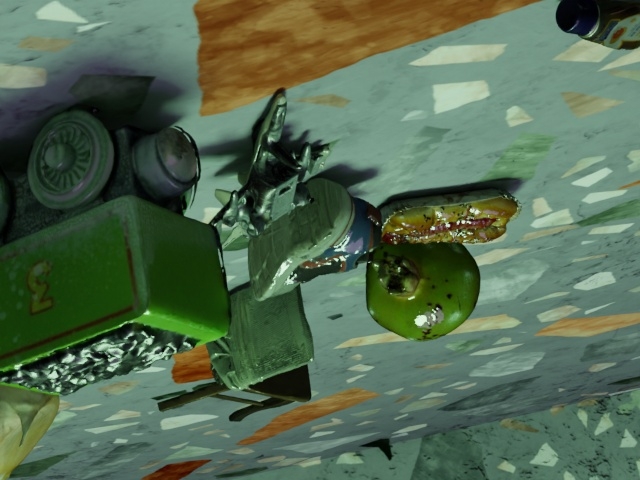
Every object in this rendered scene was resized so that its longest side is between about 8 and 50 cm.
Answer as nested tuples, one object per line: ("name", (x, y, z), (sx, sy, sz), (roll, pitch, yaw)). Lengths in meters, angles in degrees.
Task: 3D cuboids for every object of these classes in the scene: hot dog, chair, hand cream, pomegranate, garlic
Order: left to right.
("garlic", (-0.463, 0.266, 2.350), (0.146, 0.164, 0.245), (12, 150, -18))
("chair", (-0.079, 0.146, 2.245), (0.319, 0.160, 0.186), (-25, 154, 38))
("pomegranate", (0.125, 0.055, 2.098), (0.159, 0.159, 0.205), (-18, 165, 18))
("hot dog", (0.161, -0.027, 2.018), (0.191, 0.059, 0.108), (-6, 158, -13))
("hand cream", (0.296, -0.214, 1.538), (0.163, 0.039, 0.062), (-2, 144, -38))

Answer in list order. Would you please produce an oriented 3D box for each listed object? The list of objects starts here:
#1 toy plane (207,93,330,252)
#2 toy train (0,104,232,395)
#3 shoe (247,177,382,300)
("toy plane", (-0.053, -0.069, 1.676), (0.192, 0.088, 0.262), (-35, 170, -25))
("toy train", (-0.243, 0.019, 1.553), (0.307, 0.248, 0.173), (-20, 159, 26))
("shoe", (0.000, 0.000, 1.913), (0.126, 0.099, 0.227), (3, 154, -33))
